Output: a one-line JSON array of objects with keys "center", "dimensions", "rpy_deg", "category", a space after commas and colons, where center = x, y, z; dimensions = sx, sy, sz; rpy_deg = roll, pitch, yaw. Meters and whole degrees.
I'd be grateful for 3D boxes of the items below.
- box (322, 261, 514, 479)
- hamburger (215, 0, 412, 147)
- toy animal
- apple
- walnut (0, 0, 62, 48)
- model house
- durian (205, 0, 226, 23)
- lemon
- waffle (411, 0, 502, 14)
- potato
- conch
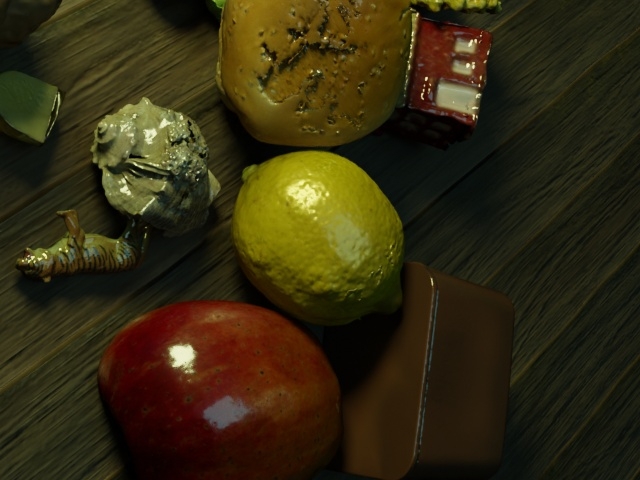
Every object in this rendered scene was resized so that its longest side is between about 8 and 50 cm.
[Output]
[{"center": [0.161, 0.223, 1.663], "dimensions": [0.229, 0.239, 0.339], "rpy_deg": [15, 77, -38], "category": "box"}, {"center": [-0.008, -0.296, 1.505], "dimensions": [0.284, 0.174, 0.304], "rpy_deg": [1, 116, -13], "category": "hamburger"}, {"center": [-0.319, 0.005, 1.428], "dimensions": [0.241, 0.057, 0.099], "rpy_deg": [-2, 94, -39], "category": "toy animal"}, {"center": [-0.142, 0.260, 1.502], "dimensions": [0.365, 0.295, 0.328], "rpy_deg": [-8, 129, -37], "category": "apple"}, {"center": [-0.446, -0.333, 1.220], "dimensions": [0.273, 0.273, 0.227], "rpy_deg": [33, 68, -31], "category": "walnut"}, {"center": [0.146, -0.285, 1.747], "dimensions": [0.254, 0.160, 0.196], "rpy_deg": [14, 76, -7], "category": "model house"}, {"center": [-0.083, -0.372, 1.613], "dimensions": [0.250, 0.101, 0.139], "rpy_deg": [27, 108, -35], "category": "durian"}, {"center": [0.000, 0.000, 1.543], "dimensions": [0.320, 0.245, 0.245], "rpy_deg": [45, 59, -2], "category": "lemon"}, {"center": [0.183, -0.441, 1.750], "dimensions": [0.219, 0.229, 0.057], "rpy_deg": [-7, 119, -36], "category": "waffle"}, {"center": [-0.413, -0.181, 1.360], "dimensions": [0.103, 0.066, 0.096], "rpy_deg": [32, 53, -26], "category": "potato"}, {"center": [-0.229, -0.098, 1.454], "dimensions": [0.245, 0.163, 0.178], "rpy_deg": [35, 67, -49], "category": "conch"}]
